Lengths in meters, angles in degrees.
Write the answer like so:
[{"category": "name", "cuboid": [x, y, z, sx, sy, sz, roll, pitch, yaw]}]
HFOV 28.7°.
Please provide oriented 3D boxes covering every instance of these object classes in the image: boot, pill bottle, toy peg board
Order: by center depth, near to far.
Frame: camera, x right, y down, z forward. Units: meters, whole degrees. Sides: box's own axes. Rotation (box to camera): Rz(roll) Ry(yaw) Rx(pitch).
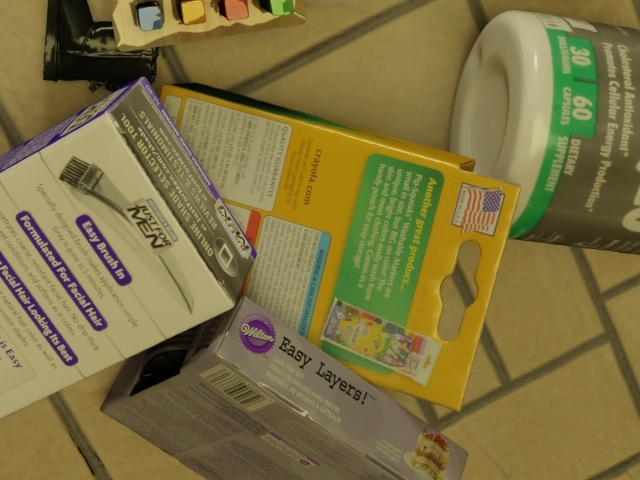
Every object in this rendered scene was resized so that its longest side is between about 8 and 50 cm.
[{"category": "toy peg board", "cuboid": [-0.095, -0.239, 0.999, 0.161, 0.079, 0.161, -10, 106, -8]}, {"category": "boot", "cuboid": [-0.190, -0.186, 1.097, 0.099, 0.045, 0.121, 4, 111, -10]}, {"category": "pill bottle", "cuboid": [0.316, -0.085, 1.141, 0.361, 0.204, 0.204, 6, 103, -13]}]

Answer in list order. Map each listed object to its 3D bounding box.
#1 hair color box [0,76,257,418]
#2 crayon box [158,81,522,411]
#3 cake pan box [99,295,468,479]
[{"category": "hair color box", "cuboid": [-0.246, 0.027, 1.052, 0.339, 0.110, 0.185, -25, 108, 20]}, {"category": "crayon box", "cuboid": [0.000, 0.000, 1.093, 0.323, 0.083, 0.203, 17, 102, 15]}, {"category": "cake pan box", "cuboid": [-0.043, 0.169, 1.125, 0.267, 0.246, 0.070, 35, 56, -17]}]
